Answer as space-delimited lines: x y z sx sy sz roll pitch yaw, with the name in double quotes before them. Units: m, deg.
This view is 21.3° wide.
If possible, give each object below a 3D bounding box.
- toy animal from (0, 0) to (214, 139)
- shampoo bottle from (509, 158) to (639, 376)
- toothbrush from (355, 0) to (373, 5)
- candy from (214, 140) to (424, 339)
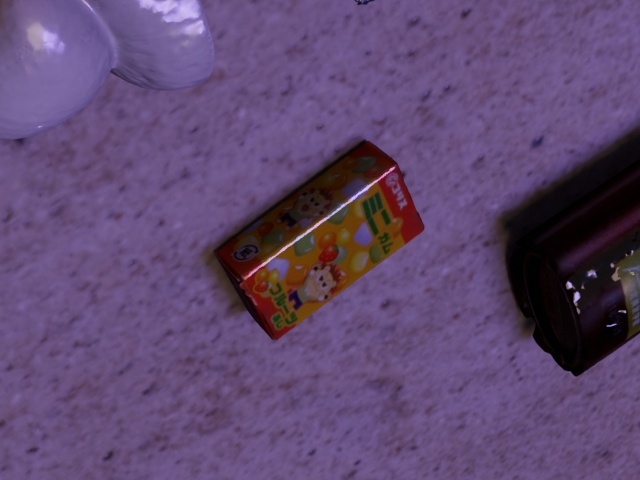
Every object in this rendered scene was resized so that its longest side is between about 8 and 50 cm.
"toy animal" -0.174 -0.086 0.812 0.221 0.104 0.131 -29 133 -18
"shampoo bottle" 0.284 -0.035 1.189 0.323 0.084 0.129 -32 135 -16
"toothbrush" 0.127 -0.204 1.006 0.276 0.025 0.019 -29 131 -17
"candy" 0.000 0.000 1.039 0.122 0.038 0.062 -37 133 -11
